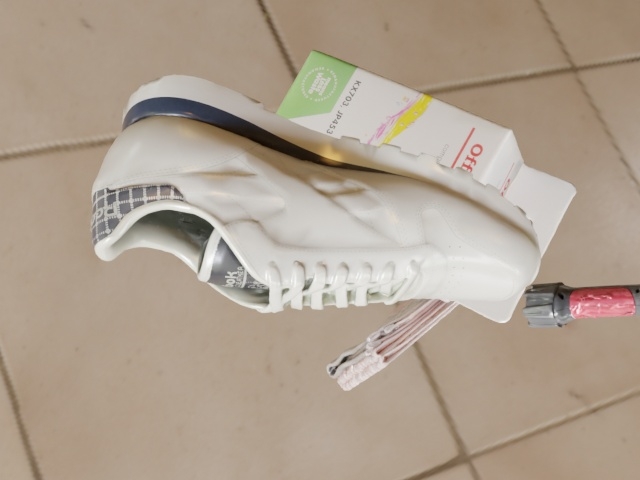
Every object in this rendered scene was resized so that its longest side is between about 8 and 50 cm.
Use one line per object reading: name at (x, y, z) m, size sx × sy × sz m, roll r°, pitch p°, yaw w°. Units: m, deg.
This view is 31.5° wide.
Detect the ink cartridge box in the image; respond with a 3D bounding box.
ink cartridge box at (0.103, -0.067, 1.365) m, size 0.353 × 0.119 × 0.207 m, roll 25°, pitch 82°, yaw 24°

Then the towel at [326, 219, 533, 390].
towel at (0.157, 0.080, 1.567) m, size 0.317 × 0.332 × 0.053 m, roll -38°, pitch 85°, yaw -15°

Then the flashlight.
flashlight at (0.495, 0.108, 1.914) m, size 0.103 × 0.304 × 0.103 m, roll 53°, pitch 43°, yaw -42°

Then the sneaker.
sneaker at (0.000, 0.000, 0.584) m, size 0.235 × 0.090 × 0.095 m, roll 15°, pitch 54°, yaw -7°
